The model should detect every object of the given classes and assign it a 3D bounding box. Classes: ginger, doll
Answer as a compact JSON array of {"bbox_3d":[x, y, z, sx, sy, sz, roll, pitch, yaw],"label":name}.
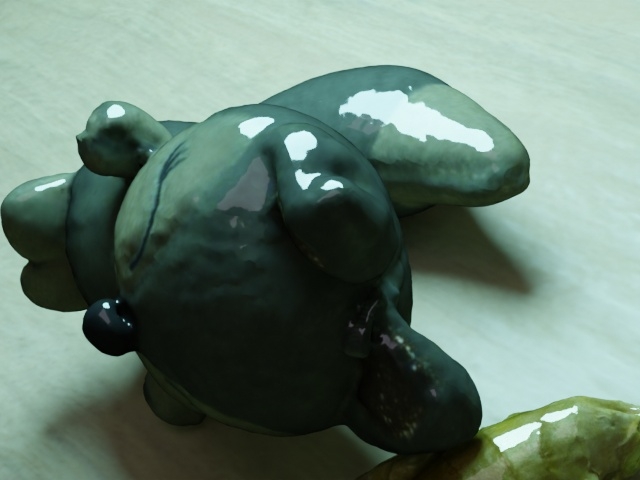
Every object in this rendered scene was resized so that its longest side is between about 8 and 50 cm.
[{"bbox_3d":[0.111,0.157,0.903,0.205,0.081,0.115,-21,8,13],"label":"ginger"},{"bbox_3d":[-0.010,-0.030,1.011,0.378,0.252,0.382,-45,36,-23],"label":"doll"}]
